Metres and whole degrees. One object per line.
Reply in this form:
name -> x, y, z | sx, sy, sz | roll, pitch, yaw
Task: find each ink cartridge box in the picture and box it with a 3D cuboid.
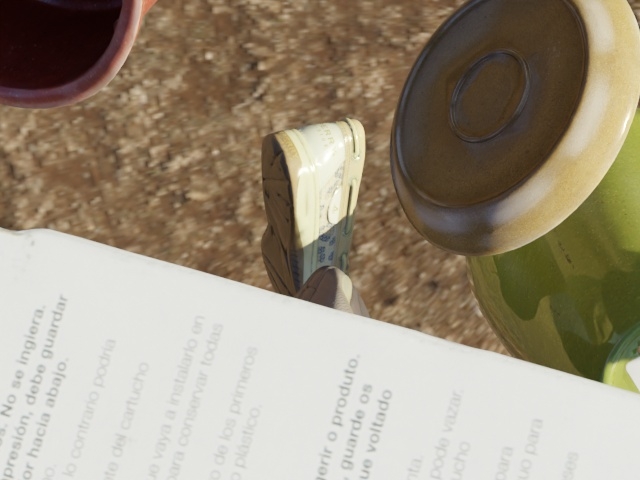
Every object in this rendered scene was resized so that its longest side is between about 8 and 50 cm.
ink cartridge box -> -0.032, 0.176, 0.389 | 0.330, 0.071, 0.324 | 15, 82, 12

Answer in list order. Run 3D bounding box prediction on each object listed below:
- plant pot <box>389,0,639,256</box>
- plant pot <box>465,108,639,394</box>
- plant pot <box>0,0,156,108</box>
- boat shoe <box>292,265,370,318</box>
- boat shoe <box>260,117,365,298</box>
plant pot -> 0.134, -0.104, 1.128 | 0.236, 0.032, 0.236 | -25, 52, 37
plant pot -> 0.276, 0.058, 1.290 | 0.274, 0.293, 0.275 | 0, 111, -1
plant pot -> -0.124, -0.253, 0.762 | 0.272, 0.265, 0.272 | 25, 142, 21
boat shoe -> 0.007, 0.112, 1.216 | 0.130, 0.355, 0.132 | 38, 81, -2
boat shoe -> 0.000, 0.000, 1.450 | 0.089, 0.285, 0.105 | -20, 56, -16
